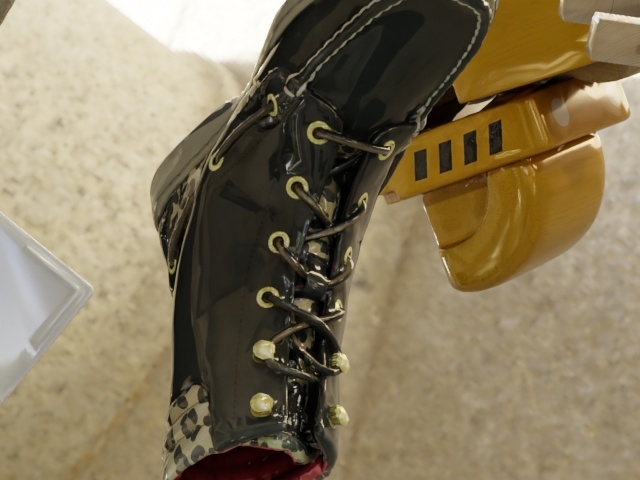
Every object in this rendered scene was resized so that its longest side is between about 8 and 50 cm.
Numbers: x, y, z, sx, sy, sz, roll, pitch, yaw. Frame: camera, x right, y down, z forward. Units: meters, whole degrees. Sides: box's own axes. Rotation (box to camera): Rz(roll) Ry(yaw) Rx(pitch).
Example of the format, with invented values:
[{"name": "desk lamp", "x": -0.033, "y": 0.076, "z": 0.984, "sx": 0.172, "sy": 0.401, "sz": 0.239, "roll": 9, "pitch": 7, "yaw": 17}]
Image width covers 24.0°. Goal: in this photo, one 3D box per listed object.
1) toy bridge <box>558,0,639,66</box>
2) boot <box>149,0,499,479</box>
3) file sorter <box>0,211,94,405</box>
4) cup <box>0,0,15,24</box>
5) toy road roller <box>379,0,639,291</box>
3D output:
[{"name": "toy bridge", "x": 0.174, "y": -0.139, "z": 0.891, "sx": 0.188, "sy": 0.063, "sz": 0.026, "roll": -96, "pitch": 14, "yaw": -65}, {"name": "boot", "x": 0.001, "y": 0.001, "z": 0.637, "sx": 0.236, "sy": 0.085, "sz": 0.178, "roll": -41, "pitch": 41, "yaw": 44}, {"name": "file sorter", "x": -0.302, "y": 0.021, "z": 0.868, "sx": 0.193, "sy": 0.278, "sz": 0.173, "roll": -51, "pitch": 4, "yaw": -12}, {"name": "cup", "x": -0.230, "y": -0.262, "z": 0.715, "sx": 0.331, "sy": 0.237, "sz": 0.331, "roll": -48, "pitch": 30, "yaw": 40}, {"name": "toy road roller", "x": 0.179, "y": -0.101, "z": 1.218, "sx": 0.330, "sy": 0.240, "sz": 0.202, "roll": -18, "pitch": 3, "yaw": 39}]
